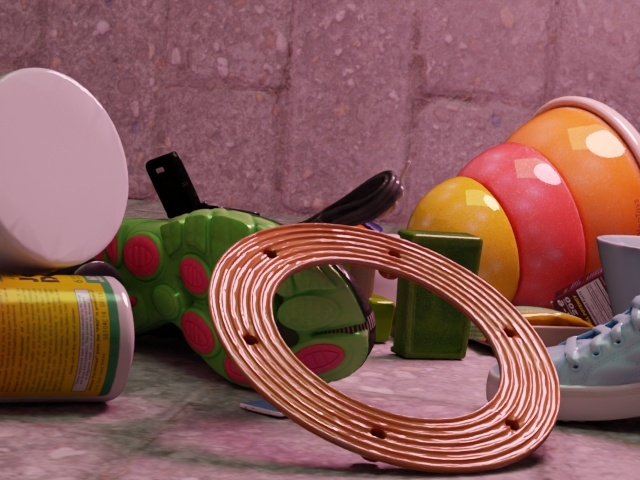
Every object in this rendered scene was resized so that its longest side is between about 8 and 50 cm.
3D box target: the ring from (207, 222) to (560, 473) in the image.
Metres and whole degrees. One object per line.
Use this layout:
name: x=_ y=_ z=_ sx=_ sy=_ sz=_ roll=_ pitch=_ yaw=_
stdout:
ring: x=0.057 y=0.095 z=1.333 sx=0.336 sy=0.032 sz=0.337 roll=15 pitch=32 yaw=-10

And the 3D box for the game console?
game console: x=-0.137 y=-0.059 z=1.688 sx=0.071 sy=0.107 sz=0.122 roll=-27 pitch=7 yaw=-21

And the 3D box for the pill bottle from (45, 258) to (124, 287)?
pill bottle: x=-0.324 y=0.054 z=1.627 sx=0.219 sy=0.123 sz=0.122 roll=9 pitch=6 yaw=38

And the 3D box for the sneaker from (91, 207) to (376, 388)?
sneaker: x=-0.087 y=0.045 z=1.628 sx=0.202 sy=0.185 sz=0.482 roll=-4 pitch=10 yaw=-36

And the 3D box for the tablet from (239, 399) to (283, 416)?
tablet: x=-0.031 y=0.158 z=1.407 sx=0.054 sy=0.006 sz=0.083 roll=9 pitch=6 yaw=38

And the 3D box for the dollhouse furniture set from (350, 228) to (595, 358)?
dollhouse furniture set: x=0.202 y=0.061 z=1.887 sx=0.301 sy=0.151 sz=0.197 roll=3 pitch=5 yaw=-23

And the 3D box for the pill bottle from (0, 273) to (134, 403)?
pill bottle: x=-0.283 y=0.088 z=1.322 sx=0.208 sy=0.118 sz=0.117 roll=2 pitch=6 yaw=-26

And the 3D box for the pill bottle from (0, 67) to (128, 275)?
pill bottle: x=-0.393 y=-0.037 z=1.473 sx=0.392 sy=0.224 sz=0.224 roll=-12 pitch=-6 yaw=38

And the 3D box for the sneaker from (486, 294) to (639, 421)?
sneaker: x=0.343 y=0.090 z=1.482 sx=0.365 sy=0.150 sz=0.135 roll=-7 pitch=5 yaw=5

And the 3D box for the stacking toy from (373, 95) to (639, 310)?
stacking toy: x=0.244 y=-0.007 z=2.190 sx=0.479 sy=0.351 sz=0.350 roll=-15 pitch=14 yaw=-27

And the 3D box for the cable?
cable: x=0.000 y=0.000 z=1.925 sx=0.287 sy=0.072 sz=0.139 roll=-33 pitch=19 yaw=17

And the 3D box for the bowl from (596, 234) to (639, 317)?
bowl: x=0.483 y=0.090 z=1.786 sx=0.311 sy=0.163 sz=0.311 roll=5 pitch=6 yaw=0

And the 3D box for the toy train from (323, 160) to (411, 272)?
toy train: x=0.043 y=0.003 z=1.975 sx=0.105 sy=0.248 sz=0.143 roll=34 pitch=13 yaw=-5

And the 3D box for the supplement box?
supplement box: x=0.439 y=0.049 z=2.026 sx=0.239 sy=0.073 sz=0.130 roll=-30 pitch=-3 yaw=13
